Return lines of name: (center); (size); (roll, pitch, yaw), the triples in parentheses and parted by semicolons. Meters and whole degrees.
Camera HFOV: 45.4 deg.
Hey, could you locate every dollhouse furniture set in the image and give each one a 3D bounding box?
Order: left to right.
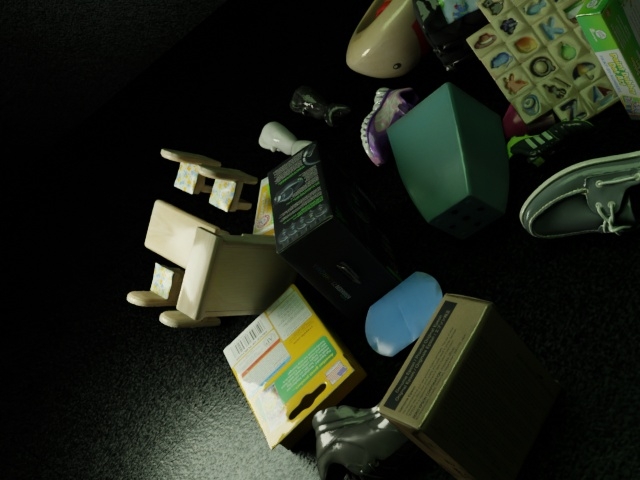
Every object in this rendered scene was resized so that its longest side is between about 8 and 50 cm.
dollhouse furniture set: (-0.275, 0.019, 1.655); (0.394, 0.256, 0.362); (24, 102, 38)

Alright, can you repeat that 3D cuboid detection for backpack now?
backpack: (0.396, -0.558, 1.668); (0.356, 0.290, 0.273); (-16, 77, 22)

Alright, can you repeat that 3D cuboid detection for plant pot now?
plant pot: (0.254, -0.135, 1.440); (0.166, 0.165, 0.234); (-36, 46, 35)

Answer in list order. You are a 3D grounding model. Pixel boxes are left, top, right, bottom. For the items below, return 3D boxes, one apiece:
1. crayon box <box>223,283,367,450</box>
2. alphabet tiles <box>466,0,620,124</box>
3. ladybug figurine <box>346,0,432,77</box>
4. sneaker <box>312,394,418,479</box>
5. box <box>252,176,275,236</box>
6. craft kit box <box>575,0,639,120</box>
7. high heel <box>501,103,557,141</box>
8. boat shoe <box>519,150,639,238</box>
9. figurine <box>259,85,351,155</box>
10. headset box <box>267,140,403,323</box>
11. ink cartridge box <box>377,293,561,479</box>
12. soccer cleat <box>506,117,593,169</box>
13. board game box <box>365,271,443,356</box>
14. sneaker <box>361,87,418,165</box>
crayon box: (-0.048, 0.244, 1.444); (0.203, 0.083, 0.323); (-44, 32, 2)
alphabet tiles: (0.460, -0.387, 1.472); (0.285, 0.011, 0.342); (-33, 67, 12)
ladybug figurine: (0.235, -0.581, 1.930); (0.449, 0.162, 0.305); (-57, 17, -15)
sneaker: (0.107, 0.315, 1.201); (0.286, 0.109, 0.130); (-27, 46, 37)
box: (-0.076, -0.068, 1.796); (0.114, 0.103, 0.203); (-26, 37, 26)
craft kit box: (0.563, -0.378, 1.306); (0.061, 0.250, 0.246); (11, 61, 52)
high heel: (0.405, -0.302, 1.550); (0.117, 0.082, 0.244); (-15, 55, 23)
boat shoe: (0.467, -0.065, 1.193); (0.319, 0.116, 0.099); (-20, 36, 25)
figurine: (-0.038, -0.299, 2.030); (0.215, 0.092, 0.209); (-50, 37, -5)
headset box: (0.028, -0.013, 1.490); (0.131, 0.246, 0.283); (-34, 34, 17)
ink cartridge box: (0.212, 0.217, 1.051); (0.088, 0.234, 0.193); (10, 61, 51)
soccer cleat: (0.423, -0.174, 1.419); (0.179, 0.060, 0.072); (-15, 53, 47)
board game box: (0.158, 0.140, 1.382); (0.169, 0.033, 0.133); (-40, 38, 17)
sneaker: (0.169, -0.275, 1.773); (0.105, 0.095, 0.236); (-8, 47, 33)
